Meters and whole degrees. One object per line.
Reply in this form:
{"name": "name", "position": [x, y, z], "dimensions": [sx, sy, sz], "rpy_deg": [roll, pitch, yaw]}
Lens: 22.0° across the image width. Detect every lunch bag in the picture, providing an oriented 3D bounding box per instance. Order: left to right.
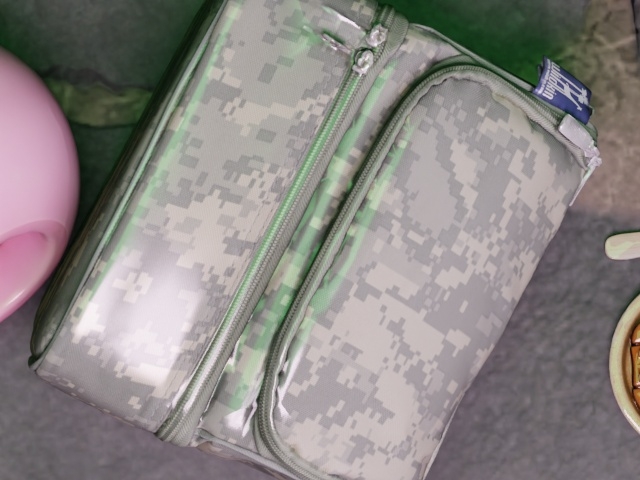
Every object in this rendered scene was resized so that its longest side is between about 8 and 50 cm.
{"name": "lunch bag", "position": [0.000, 0.000, 0.992], "dimensions": [0.256, 0.212, 0.305], "rpy_deg": [28, 85, -10]}

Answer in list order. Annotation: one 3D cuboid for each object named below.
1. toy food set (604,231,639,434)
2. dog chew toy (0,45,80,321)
{"name": "toy food set", "position": [0.250, 0.077, 1.040], "dimensions": [0.132, 0.038, 0.192], "rpy_deg": [-9, 81, 2]}
{"name": "dog chew toy", "position": [-0.301, -0.090, 1.024], "dimensions": [0.206, 0.206, 0.332], "rpy_deg": [-42, 74, -3]}
